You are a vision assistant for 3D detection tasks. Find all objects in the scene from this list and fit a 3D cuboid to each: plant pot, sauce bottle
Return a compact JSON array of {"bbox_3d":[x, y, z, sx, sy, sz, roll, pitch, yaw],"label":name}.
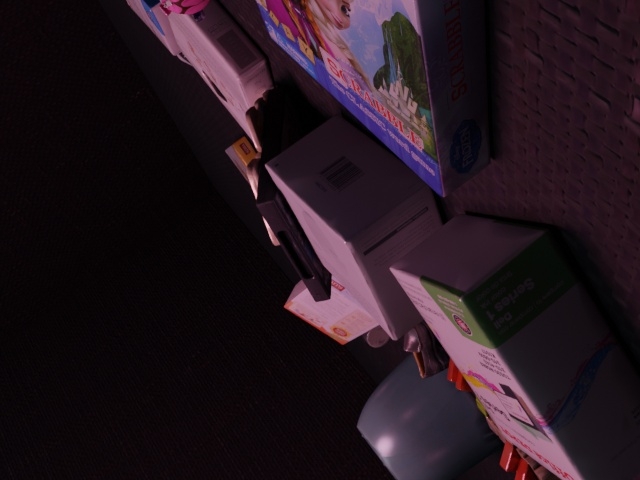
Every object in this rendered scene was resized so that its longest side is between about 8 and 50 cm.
[{"bbox_3d":[0.227,0.425,1.662,0.293,0.235,0.293,52,172,11],"label":"plant pot"},{"bbox_3d":[0.073,0.166,1.896,0.111,0.111,0.344,58,169,-32],"label":"sauce bottle"}]

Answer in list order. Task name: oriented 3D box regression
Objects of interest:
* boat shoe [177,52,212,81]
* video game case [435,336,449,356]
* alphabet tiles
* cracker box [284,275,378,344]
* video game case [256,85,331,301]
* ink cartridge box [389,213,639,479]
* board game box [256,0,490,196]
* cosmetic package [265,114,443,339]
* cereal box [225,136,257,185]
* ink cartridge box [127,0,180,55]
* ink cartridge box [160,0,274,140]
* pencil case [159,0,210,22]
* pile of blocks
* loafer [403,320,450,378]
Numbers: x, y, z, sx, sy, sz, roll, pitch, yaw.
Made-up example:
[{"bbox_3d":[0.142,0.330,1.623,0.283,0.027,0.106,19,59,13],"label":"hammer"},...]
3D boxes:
[{"bbox_3d":[-0.286,-0.421,1.669,0.142,0.049,0.040,44,164,17],"label":"boat shoe"},{"bbox_3d":[0.222,0.154,1.301,0.183,0.023,0.201,56,170,-20],"label":"video game case"},{"bbox_3d":[-0.064,-0.107,1.242,0.284,0.021,0.278,-69,-37,-63],"label":"alphabet tiles"},{"bbox_3d":[0.043,0.117,1.453,0.155,0.067,0.232,34,149,-9],"label":"cracker box"},{"bbox_3d":[-0.034,-0.078,1.215,0.248,0.035,0.275,62,-158,-44],"label":"video game case"},{"bbox_3d":[0.224,0.119,0.799,0.278,0.117,0.201,55,172,-14],"label":"ink cartridge box"},{"bbox_3d":[0.019,-0.234,0.650,0.319,0.066,0.318,48,170,32],"label":"board game box"},{"bbox_3d":[0.065,-0.020,1.033,0.224,0.138,0.225,46,167,44],"label":"cosmetic package"},{"bbox_3d":[-0.193,-0.202,2.045,0.173,0.047,0.240,55,172,-9],"label":"cereal box"},{"bbox_3d":[-0.345,-0.502,1.519,0.191,0.082,0.139,51,171,26],"label":"ink cartridge box"},{"bbox_3d":[-0.190,-0.348,1.352,0.296,0.066,0.261,51,172,16],"label":"ink cartridge box"},{"bbox_3d":[-0.201,-0.402,1.073,0.095,0.098,0.209,53,171,-1],"label":"pencil case"},{"bbox_3d":[0.302,0.282,1.068,0.362,0.112,0.149,51,172,11],"label":"pile of blocks"},{"bbox_3d":[0.181,0.186,1.351,0.170,0.061,0.062,56,172,-17],"label":"loafer"}]
